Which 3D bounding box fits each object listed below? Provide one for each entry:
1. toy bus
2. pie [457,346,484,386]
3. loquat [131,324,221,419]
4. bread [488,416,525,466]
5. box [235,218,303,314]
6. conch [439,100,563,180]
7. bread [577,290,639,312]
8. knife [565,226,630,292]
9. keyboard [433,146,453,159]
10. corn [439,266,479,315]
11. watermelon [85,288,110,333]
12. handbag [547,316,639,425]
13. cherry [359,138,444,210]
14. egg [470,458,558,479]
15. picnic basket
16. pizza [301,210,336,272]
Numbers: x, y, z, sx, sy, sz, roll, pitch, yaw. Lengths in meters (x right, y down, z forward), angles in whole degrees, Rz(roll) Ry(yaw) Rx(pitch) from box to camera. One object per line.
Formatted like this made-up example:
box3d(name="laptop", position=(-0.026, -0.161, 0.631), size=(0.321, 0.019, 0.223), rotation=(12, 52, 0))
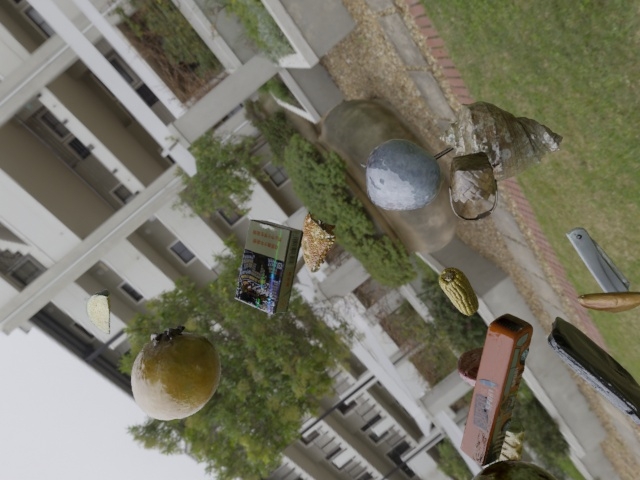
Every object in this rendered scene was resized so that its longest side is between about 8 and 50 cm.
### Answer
box3d(name="toy bus", position=(0.459, 0.393, 1.189), size=(0.092, 0.409, 0.093), rotation=(-5, -161, -34))
box3d(name="pie", position=(0.529, 0.402, 1.464), size=(0.182, 0.182, 0.050), rotation=(-122, 14, -71))
box3d(name="loquat", position=(-0.373, 0.335, 1.174), size=(0.244, 0.244, 0.244), rotation=(51, -177, -3))
box3d(name="bread", position=(0.613, 0.711, 1.514), size=(0.098, 0.270, 0.087), rotation=(11, -160, 30))
box3d(name="box", position=(-0.189, 0.091, 1.656), size=(0.198, 0.310, 0.084), rotation=(16, -174, 33))
box3d(name="conch", position=(0.548, -0.277, 1.429), size=(0.352, 0.210, 0.297), rotation=(22, 171, 12))
box3d(name="bread", position=(0.804, 0.164, 1.227), size=(0.136, 0.154, 0.054), rotation=(148, 124, -59))
box3d(name="knife", position=(0.869, 0.074, 1.417), size=(0.266, 0.073, 0.040), rotation=(58, -151, 11))
box3d(name="keyboard", position=(0.420, -0.302, 1.667), size=(0.010, 0.155, 0.053), rotation=(61, 175, -13))
box3d(name="corn", position=(0.430, 0.160, 1.389), size=(0.231, 0.080, 0.080), rotation=(46, -175, -40))
box3d(name="watermelon", position=(-0.739, 0.225, 1.557), size=(0.092, 0.182, 0.075), rotation=(19, -147, 10))
box3d(name="handbag", position=(0.804, 0.372, 1.325), size=(0.332, 0.075, 0.191), rotation=(46, -150, 15))
box3d(name="cherry", position=(0.267, -0.219, 1.547), size=(0.296, 0.218, 0.255), rotation=(11, 137, 16))
box3d(name="egg", position=(0.479, 0.675, 1.129), size=(0.238, 0.289, 0.238), rotation=(-178, 90, -83))
box3d(name="picnic basket", position=(0.414, -0.138, 1.238), size=(0.138, 0.128, 0.179), rotation=(-68, -36, -59))
box3d(name="pizza", position=(0.000, 0.000, 2.134), size=(0.081, 0.228, 0.290), rotation=(3, -103, -39))
